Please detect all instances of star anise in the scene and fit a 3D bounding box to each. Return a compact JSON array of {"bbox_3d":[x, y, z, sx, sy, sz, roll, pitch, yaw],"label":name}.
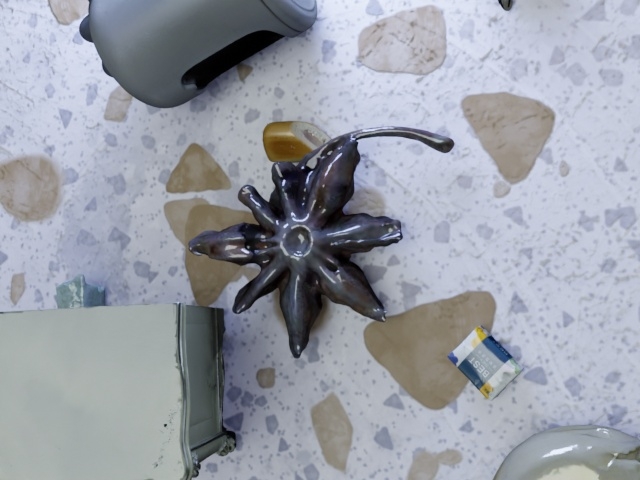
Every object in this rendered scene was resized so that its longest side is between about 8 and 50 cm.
[{"bbox_3d":[0.000,0.000,1.448,0.359,0.139,0.316,1,97,7],"label":"star anise"}]

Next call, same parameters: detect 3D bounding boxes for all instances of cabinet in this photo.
[{"bbox_3d":[-0.283,0.204,1.415,0.290,0.318,0.228,-4,85,5],"label":"cabinet"}]

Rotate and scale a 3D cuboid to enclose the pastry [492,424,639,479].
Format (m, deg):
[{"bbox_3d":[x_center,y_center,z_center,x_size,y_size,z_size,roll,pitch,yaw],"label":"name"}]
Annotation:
[{"bbox_3d":[0.324,0.355,1.295,0.264,0.133,0.265,0,88,18],"label":"pastry"}]

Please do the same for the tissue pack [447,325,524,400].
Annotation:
[{"bbox_3d":[0.218,0.161,1.387,0.062,0.042,0.083,-47,73,13],"label":"tissue pack"}]

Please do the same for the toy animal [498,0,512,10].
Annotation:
[{"bbox_3d":[0.219,-0.371,1.367,0.098,0.098,0.137,-15,84,22],"label":"toy animal"}]

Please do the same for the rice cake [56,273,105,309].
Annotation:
[{"bbox_3d":[-0.372,0.156,1.622,0.069,0.063,0.206,-3,87,25],"label":"rice cake"}]

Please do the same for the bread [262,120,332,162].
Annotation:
[{"bbox_3d":[-0.029,-0.142,1.489,0.103,0.049,0.062,-1,122,21],"label":"bread"}]

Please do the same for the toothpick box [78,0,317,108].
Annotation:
[{"bbox_3d":[-0.190,-0.326,1.472,0.316,0.229,0.229,-28,79,21],"label":"toothpick box"}]
